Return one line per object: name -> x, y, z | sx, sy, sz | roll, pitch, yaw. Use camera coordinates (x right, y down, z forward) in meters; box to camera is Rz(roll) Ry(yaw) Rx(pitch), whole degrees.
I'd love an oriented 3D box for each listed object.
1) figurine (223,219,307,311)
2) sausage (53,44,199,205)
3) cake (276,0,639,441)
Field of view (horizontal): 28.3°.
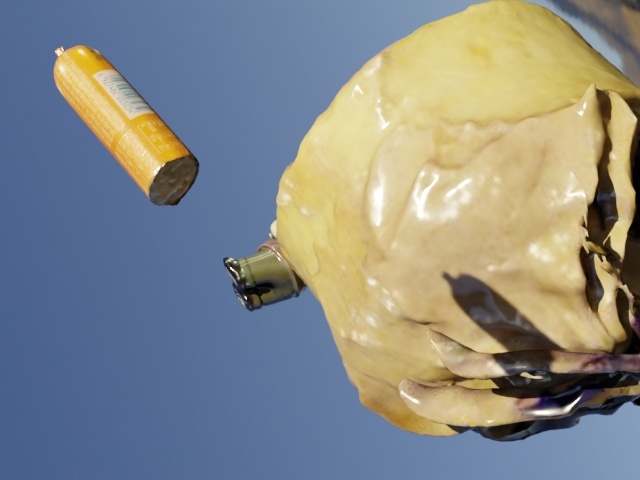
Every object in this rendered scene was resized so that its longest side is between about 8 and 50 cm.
figurine -> 0.000, 0.000, 1.243 | 0.108, 0.196, 0.114 | 49, 163, 52
sausage -> -0.098, -0.061, 0.615 | 0.107, 0.031, 0.031 | 48, -170, 29
cake -> 0.167, 0.021, 0.988 | 0.321, 0.332, 0.332 | 54, -168, 32
